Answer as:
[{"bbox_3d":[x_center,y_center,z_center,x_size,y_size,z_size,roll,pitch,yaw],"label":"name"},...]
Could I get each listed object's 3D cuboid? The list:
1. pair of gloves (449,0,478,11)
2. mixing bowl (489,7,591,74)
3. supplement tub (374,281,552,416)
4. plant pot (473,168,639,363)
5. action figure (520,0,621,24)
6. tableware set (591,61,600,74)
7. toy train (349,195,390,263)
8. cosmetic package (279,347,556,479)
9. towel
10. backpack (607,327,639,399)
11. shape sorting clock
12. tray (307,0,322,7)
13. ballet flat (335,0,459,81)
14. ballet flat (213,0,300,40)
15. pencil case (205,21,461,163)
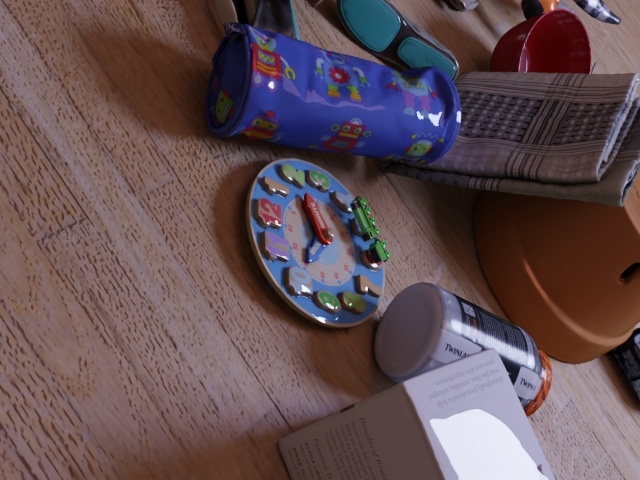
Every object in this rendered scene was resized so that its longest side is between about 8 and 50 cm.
[{"bbox_3d":[0.191,-0.488,1.540,0.240,0.042,0.204,51,35,-15],"label":"pair of gloves"},{"bbox_3d":[0.331,-0.272,1.468,0.181,0.098,0.182,-12,109,-38],"label":"mixing bowl"},{"bbox_3d":[0.165,0.132,1.056,0.190,0.117,0.117,26,49,-28],"label":"supplement tub"},{"bbox_3d":[0.384,0.000,1.286,0.290,0.203,0.291,24,50,-32],"label":"plant pot"},{"bbox_3d":[0.364,-0.486,1.580,0.330,0.178,0.341,54,36,-28],"label":"action figure"},{"bbox_3d":[0.453,-0.268,1.649,0.194,0.039,0.128,-17,77,-48],"label":"tableware set"},{"bbox_3d":[0.056,-0.012,1.078,0.023,0.017,0.083,-22,87,-49],"label":"toy train"},{"bbox_3d":[0.090,0.213,0.881,0.151,0.183,0.152,-11,72,-47],"label":"cosmetic package"},{"bbox_3d":[0.279,-0.153,1.235,0.312,0.324,0.056,-46,138,-48],"label":"towel"},{"bbox_3d":[0.491,0.183,1.358,0.105,0.084,0.114,-18,80,-46],"label":"backpack"},{"bbox_3d":[0.000,0.000,1.044,0.206,0.040,0.206,23,51,-31],"label":"shape sorting clock"},{"bbox_3d":[0.035,-0.463,1.214,0.203,0.076,0.411,49,41,-6],"label":"tray"},{"bbox_3d":[0.104,-0.288,1.323,0.213,0.072,0.068,33,18,-20],"label":"ballet flat"},{"bbox_3d":[-0.088,-0.334,1.144,0.096,0.095,0.281,4,61,-28],"label":"ballet flat"},{"bbox_3d":[0.013,-0.164,1.074,0.306,0.119,0.133,5,55,-31],"label":"pencil case"}]
